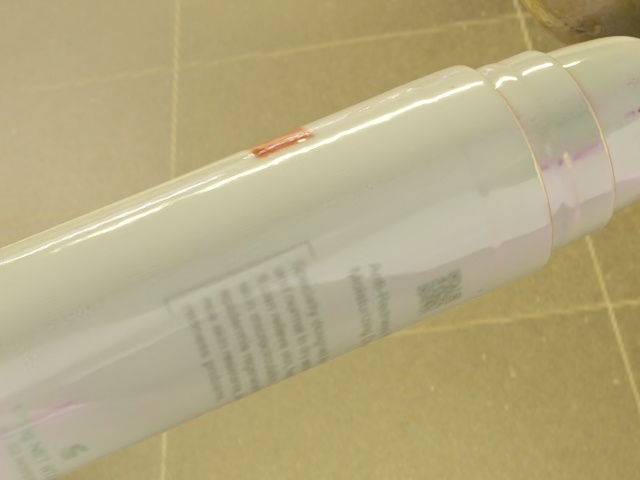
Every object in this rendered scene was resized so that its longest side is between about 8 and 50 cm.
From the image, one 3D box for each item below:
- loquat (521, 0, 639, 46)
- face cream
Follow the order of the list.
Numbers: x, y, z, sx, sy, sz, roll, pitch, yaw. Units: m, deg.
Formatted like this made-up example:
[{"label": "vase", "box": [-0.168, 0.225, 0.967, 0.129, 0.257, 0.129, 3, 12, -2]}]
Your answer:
[{"label": "loquat", "box": [0.277, -0.289, 1.255, 0.179, 0.228, 0.179, -21, 8, 3]}, {"label": "face cream", "box": [0.000, 0.000, 0.542, 0.345, 0.102, 0.102, -22, 46, -12]}]
